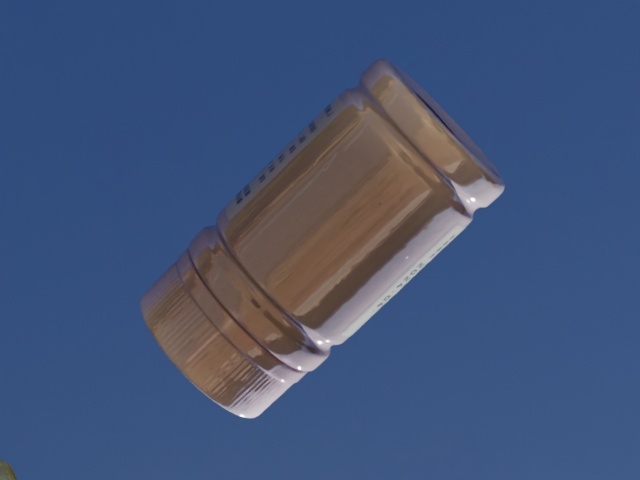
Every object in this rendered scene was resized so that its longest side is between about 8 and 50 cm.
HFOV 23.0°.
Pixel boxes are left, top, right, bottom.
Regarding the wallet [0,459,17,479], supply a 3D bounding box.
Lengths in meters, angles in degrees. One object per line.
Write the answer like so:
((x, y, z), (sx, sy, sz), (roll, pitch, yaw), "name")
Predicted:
((-0.279, 0.221, 1.144), (0.155, 0.039, 0.110), (-4, -104, -52), "wallet")

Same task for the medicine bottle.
((0.000, 0.000, 1.114), (0.249, 0.133, 0.133), (-45, -92, 9), "medicine bottle")
